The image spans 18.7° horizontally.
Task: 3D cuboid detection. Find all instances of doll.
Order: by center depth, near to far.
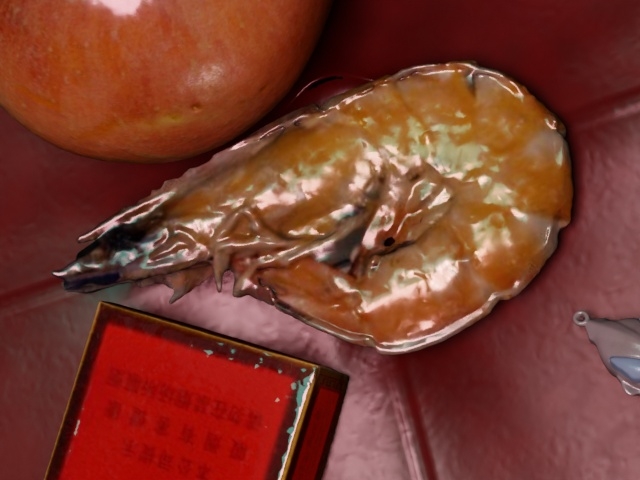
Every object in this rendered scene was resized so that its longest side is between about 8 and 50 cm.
[{"bbox_3d":[0.191,0.071,1.105,0.114,0.039,0.057,31,97,18],"label":"doll"}]

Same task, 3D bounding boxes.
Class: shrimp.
[{"bbox_3d":[0.000,0.000,1.157,0.317,0.062,0.164,-19,70,5],"label":"shrimp"}]

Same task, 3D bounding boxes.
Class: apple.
[{"bbox_3d":[-0.102,-0.168,1.159,0.253,0.253,0.253,-3,80,18],"label":"apple"}]

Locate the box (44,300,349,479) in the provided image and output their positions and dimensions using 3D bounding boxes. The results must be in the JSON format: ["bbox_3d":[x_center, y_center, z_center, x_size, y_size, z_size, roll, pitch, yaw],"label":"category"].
[{"bbox_3d":[-0.091,0.171,1.167,0.153,0.074,0.240,16,86,18],"label":"box"}]
